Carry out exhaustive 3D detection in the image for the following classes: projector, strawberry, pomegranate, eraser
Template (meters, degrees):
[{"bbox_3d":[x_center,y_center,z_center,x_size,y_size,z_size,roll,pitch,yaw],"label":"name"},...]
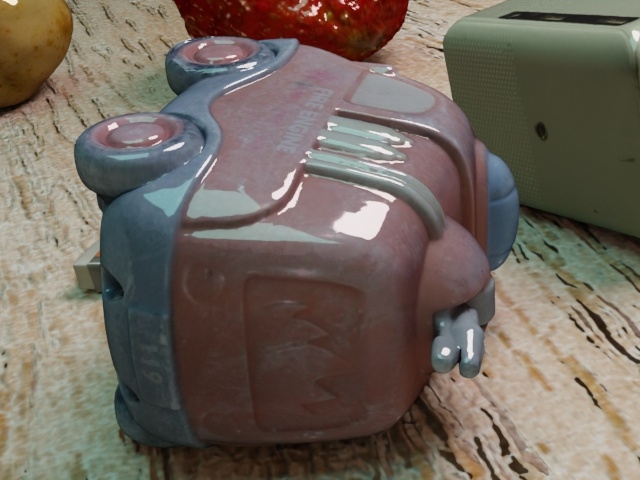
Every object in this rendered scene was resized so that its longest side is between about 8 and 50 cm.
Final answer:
[{"bbox_3d":[0.231,-0.106,0.853,0.177,0.163,0.242,-26,23,-23],"label":"projector"},{"bbox_3d":[-0.024,-0.280,1.290,0.257,0.257,0.277,-22,43,-19],"label":"strawberry"},{"bbox_3d":[-0.407,-0.256,1.461,0.207,0.207,0.207,-11,25,5],"label":"pomegranate"},{"bbox_3d":[-0.129,0.016,0.929,0.122,0.029,0.052,-2,27,24],"label":"eraser"}]

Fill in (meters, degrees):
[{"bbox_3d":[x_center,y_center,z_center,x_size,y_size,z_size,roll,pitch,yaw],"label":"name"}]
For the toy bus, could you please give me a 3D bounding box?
[{"bbox_3d":[0.000,0.000,0.727,0.232,0.197,0.294,5,28,15],"label":"toy bus"}]
